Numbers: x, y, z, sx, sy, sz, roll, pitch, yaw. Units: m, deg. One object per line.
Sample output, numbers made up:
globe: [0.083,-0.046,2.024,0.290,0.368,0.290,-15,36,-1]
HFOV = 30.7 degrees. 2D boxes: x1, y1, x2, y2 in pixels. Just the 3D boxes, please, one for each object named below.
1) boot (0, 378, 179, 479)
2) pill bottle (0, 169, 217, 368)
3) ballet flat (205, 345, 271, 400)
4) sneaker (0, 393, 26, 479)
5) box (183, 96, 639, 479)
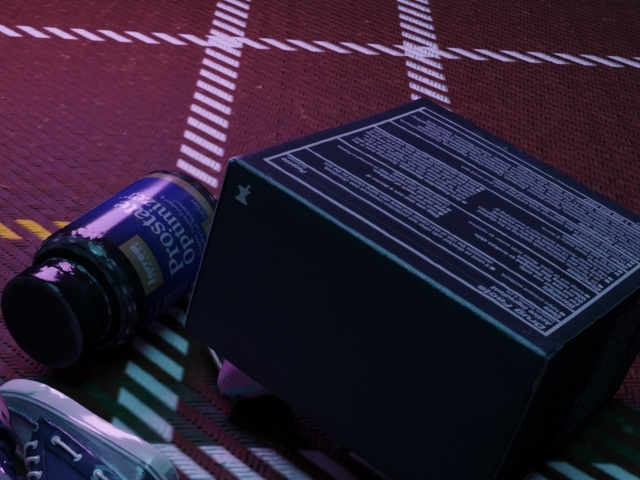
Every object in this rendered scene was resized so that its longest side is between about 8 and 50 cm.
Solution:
boot: [-0.208,0.174,0.907,0.190,0.069,0.086,17,46,31]
pill bottle: [-0.192,0.027,1.102,0.123,0.122,0.219,18,34,23]
ballet flat: [-0.074,0.072,1.099,0.079,0.076,0.221,-16,31,6]
sneaker: [-0.246,0.153,0.807,0.319,0.112,0.131,25,38,30]
box: [0.098,0.040,0.979,0.296,0.182,0.294,33,31,25]
